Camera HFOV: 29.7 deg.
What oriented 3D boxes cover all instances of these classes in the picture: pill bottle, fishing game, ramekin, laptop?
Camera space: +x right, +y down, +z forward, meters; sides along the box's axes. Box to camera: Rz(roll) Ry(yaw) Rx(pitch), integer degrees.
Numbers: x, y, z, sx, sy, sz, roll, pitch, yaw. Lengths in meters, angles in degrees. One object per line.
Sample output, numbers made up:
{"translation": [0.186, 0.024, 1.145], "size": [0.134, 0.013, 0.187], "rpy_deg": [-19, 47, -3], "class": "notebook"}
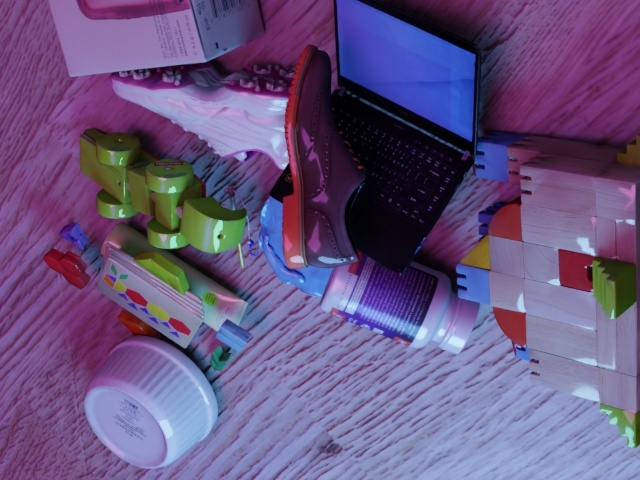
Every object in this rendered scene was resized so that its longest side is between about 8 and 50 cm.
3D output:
{"translation": [0.106, 0.077, 1.585], "size": [0.193, 0.108, 0.108], "rpy_deg": [22, 125, -1], "class": "pill bottle"}
{"translation": [0.000, 0.000, 1.672], "size": [0.264, 0.041, 0.189], "rpy_deg": [3, 123, 24], "class": "fishing game"}
{"translation": [-0.277, 0.264, 1.909], "size": [0.207, 0.109, 0.207], "rpy_deg": [19, 130, 24], "class": "ramekin"}
{"translation": [0.058, -0.137, 1.463], "size": [0.234, 0.136, 0.264], "rpy_deg": [32, 89, 34], "class": "laptop"}

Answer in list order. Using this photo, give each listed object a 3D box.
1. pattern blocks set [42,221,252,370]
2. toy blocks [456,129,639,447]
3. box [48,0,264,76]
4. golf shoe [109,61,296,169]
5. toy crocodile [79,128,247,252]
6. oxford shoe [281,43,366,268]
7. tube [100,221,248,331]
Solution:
{"translation": [-0.258, 0.083, 1.813], "size": [0.325, 0.026, 0.285], "rpy_deg": [38, 151, -9], "class": "pattern blocks set"}
{"translation": [0.282, 0.030, 1.449], "size": [0.261, 0.191, 0.381], "rpy_deg": [13, 119, 39], "class": "toy blocks"}
{"translation": [-0.216, -0.302, 1.579], "size": [0.232, 0.148, 0.127], "rpy_deg": [0, 113, 31], "class": "box"}
{"translation": [-0.153, -0.172, 1.631], "size": [0.306, 0.115, 0.140], "rpy_deg": [13, 124, 26], "class": "golf shoe"}
{"translation": [-0.238, -0.078, 1.721], "size": [0.340, 0.105, 0.115], "rpy_deg": [28, 126, 42], "class": "toy crocodile"}
{"translation": [0.009, -0.101, 1.460], "size": [0.098, 0.097, 0.271], "rpy_deg": [1, 92, 10], "class": "oxford shoe"}
{"translation": [-0.220, 0.059, 1.824], "size": [0.240, 0.070, 0.062], "rpy_deg": [33, 86, 7], "class": "tube"}
